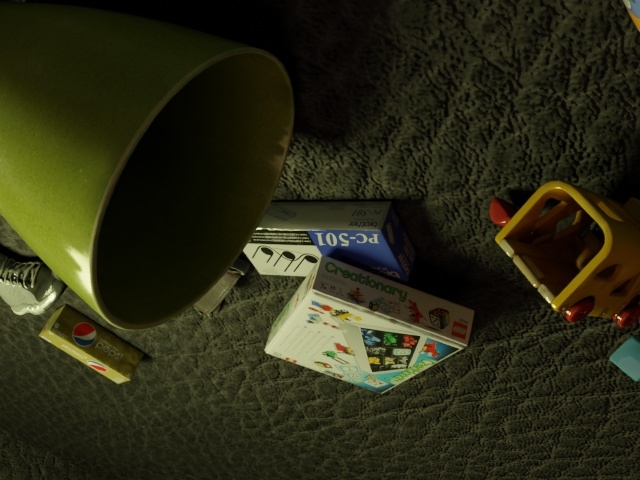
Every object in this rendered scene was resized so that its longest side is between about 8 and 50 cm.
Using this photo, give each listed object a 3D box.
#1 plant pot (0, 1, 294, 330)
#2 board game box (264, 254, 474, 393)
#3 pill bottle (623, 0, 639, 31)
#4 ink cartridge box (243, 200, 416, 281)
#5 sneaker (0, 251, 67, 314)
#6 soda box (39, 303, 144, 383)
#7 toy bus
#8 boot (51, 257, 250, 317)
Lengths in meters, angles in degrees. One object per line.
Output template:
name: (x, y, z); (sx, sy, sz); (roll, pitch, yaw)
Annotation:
plant pot: (-0.223, -0.105, 0.719); (0.294, 0.274, 0.274); (29, 150, 18)
board game box: (0.048, 0.123, 0.995); (0.193, 0.053, 0.305); (20, 155, -7)
pill bottle: (0.177, -0.233, 0.360); (0.152, 0.152, 0.272); (-12, 134, 41)
ink cartridge box: (0.000, 0.000, 0.901); (0.207, 0.046, 0.097); (1, 142, 30)
sneaker: (-0.507, 0.059, 1.257); (0.132, 0.086, 0.229); (42, 144, -24)
soda box: (-0.429, 0.197, 1.428); (0.181, 0.061, 0.058); (39, 144, -23)
toy bus: (0.261, 0.009, 0.698); (0.191, 0.202, 0.104); (34, 116, -5)
boot: (-0.241, 0.045, 1.069); (0.229, 0.091, 0.263); (33, 144, -16)
